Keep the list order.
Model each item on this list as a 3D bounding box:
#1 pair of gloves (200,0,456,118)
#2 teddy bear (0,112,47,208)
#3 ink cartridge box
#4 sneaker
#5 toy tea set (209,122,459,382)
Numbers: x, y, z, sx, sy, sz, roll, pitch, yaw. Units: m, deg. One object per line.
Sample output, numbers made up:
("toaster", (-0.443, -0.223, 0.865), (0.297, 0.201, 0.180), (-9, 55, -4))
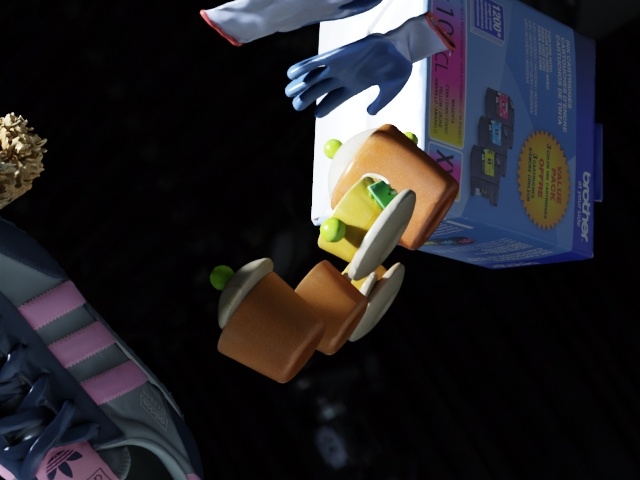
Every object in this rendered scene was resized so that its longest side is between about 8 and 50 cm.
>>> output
("pair of gloves", (0.012, -0.169, 1.117), (0.159, 0.023, 0.198), (-22, -41, 30))
("teddy bear", (-0.328, -0.029, 1.032), (0.245, 0.113, 0.338), (-31, 8, 1))
("ink cartridge box", (0.175, -0.122, 1.523), (0.151, 0.269, 0.395), (-6, -13, 39))
("sneaker", (-0.166, 0.091, 0.821), (0.112, 0.131, 0.319), (-40, -52, 6))
("toy tea set", (0.000, 0.000, 1.167), (0.200, 0.124, 0.336), (-58, -12, 16))
